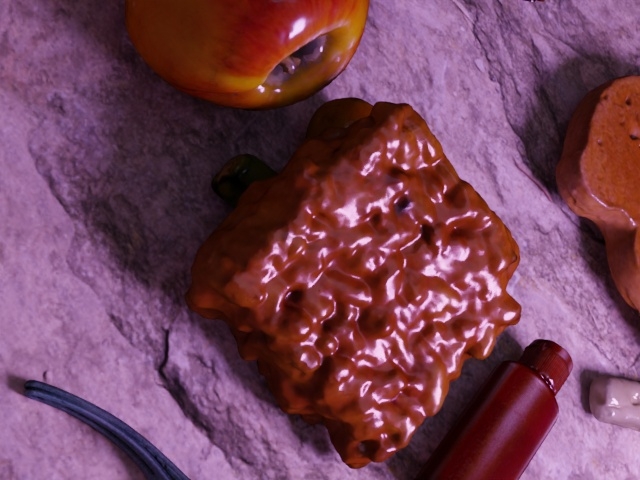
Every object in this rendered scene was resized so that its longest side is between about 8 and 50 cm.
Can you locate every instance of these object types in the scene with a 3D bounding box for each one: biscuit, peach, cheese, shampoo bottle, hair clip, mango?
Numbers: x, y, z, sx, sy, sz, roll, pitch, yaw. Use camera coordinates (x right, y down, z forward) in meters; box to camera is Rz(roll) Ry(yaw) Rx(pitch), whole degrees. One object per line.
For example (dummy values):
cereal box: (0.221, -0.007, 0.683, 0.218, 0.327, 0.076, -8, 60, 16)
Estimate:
biscuit: (0.050, 0.040, 1.545, 0.318, 0.110, 0.312, -44, 109, -15)
peach: (-0.082, -0.270, 1.547, 0.281, 0.238, 0.281, -3, 63, 6)
cheese: (0.414, 0.211, 1.841, 0.194, 0.043, 0.064, 13, 72, -33)
biscuit: (0.486, -0.011, 1.938, 0.350, 0.078, 0.455, -33, 92, -39)
shampoo bottle: (0.205, 0.217, 1.680, 0.102, 0.064, 0.260, 49, 54, -11)
hair clip: (-0.193, 0.204, 1.435, 0.229, 0.039, 0.070, 42, 55, -10)
mango: (0.044, -0.083, 1.658, 0.111, 0.089, 0.163, -37, 104, -31)

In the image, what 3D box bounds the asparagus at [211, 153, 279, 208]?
asparagus: (0.001, -0.002, 1.615, 0.278, 0.067, 0.060, 39, 27, -23)
